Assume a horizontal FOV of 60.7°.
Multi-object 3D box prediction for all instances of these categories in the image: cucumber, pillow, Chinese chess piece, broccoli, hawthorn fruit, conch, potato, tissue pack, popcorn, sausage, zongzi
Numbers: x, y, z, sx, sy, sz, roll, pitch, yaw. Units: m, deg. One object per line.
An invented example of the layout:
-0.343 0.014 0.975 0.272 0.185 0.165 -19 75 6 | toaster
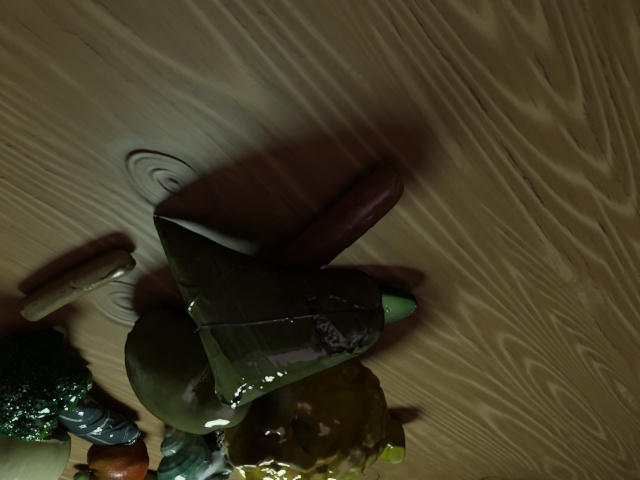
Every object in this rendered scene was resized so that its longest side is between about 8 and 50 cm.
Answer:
0.092 0.141 1.220 0.243 0.063 0.115 0 128 -4 | cucumber
-0.633 0.502 1.518 0.161 0.093 0.335 -2 144 18 | pillow
-0.813 0.520 1.394 0.337 0.141 0.338 20 163 6 | Chinese chess piece
-0.636 0.331 1.277 0.268 0.254 0.269 7 173 1 | broccoli
-0.618 0.680 1.667 0.189 0.189 0.189 -2 137 -2 | hawthorn fruit
-0.401 0.676 1.687 0.220 0.195 0.277 -30 110 -1 | conch
-0.282 0.288 1.205 0.326 0.221 0.243 11 108 15 | potato
0.170 0.611 1.686 0.178 0.127 0.123 -3 130 -2 | tissue pack
-0.035 0.435 1.320 0.389 0.344 0.354 -1 132 -14 | popcorn
0.001 0.002 1.053 0.087 0.088 0.433 29 129 -30 | sausage
-0.090 0.070 0.999 0.355 0.174 0.393 -23 91 12 | zongzi
-0.505 0.092 1.127 0.301 0.066 0.066 -26 132 20 | sausage

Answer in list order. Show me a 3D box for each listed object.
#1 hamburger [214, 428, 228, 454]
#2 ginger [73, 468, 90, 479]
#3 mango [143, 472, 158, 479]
-0.201 0.584 1.642 0.230 0.107 0.231 -3 141 -2 | hamburger
-0.743 0.885 1.912 0.089 0.137 0.290 -42 135 -5 | ginger
-0.624 0.871 1.920 0.178 0.100 0.119 26 134 -15 | mango
